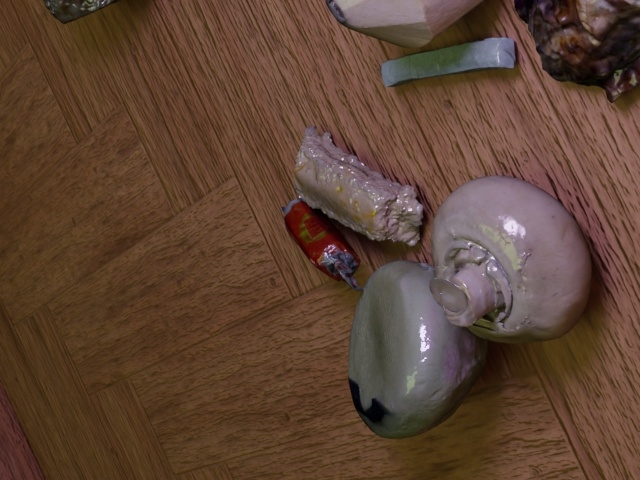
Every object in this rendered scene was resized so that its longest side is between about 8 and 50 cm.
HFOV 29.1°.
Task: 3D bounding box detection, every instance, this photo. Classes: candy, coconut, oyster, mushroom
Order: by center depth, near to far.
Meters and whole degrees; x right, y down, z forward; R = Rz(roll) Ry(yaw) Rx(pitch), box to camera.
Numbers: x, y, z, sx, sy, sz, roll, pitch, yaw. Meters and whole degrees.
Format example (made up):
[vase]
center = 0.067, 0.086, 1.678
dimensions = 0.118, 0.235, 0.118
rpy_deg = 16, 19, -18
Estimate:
[oyster]
center = 0.335, -0.275, 1.472
dimensions = 0.275, 0.100, 0.271
rpy_deg = 40, 151, 25
[coconut]
center = 0.102, -0.350, 1.595
dimensions = 0.202, 0.222, 0.202
rpy_deg = 50, 164, 20
[mushroom]
center = 0.242, 0.041, 1.677
dimensions = 0.246, 0.202, 0.246
rpy_deg = 36, 145, 31
[candy]
center = 0.001, 0.000, 2.002
dimensions = 0.059, 0.086, 0.292
rpy_deg = -50, 39, 11

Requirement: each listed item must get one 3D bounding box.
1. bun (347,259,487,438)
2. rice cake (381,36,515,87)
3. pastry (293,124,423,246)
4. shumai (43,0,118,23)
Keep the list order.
[bun]
center = 0.158, 0.168, 1.874
dimensions = 0.283, 0.179, 0.283
rpy_deg = -171, 90, -70
[rice cake]
center = 0.177, -0.248, 1.726
dimensions = 0.245, 0.042, 0.045
rpy_deg = 0, 97, 52
[pastry]
center = 0.054, -0.073, 1.946
dimensions = 0.258, 0.089, 0.121
rpy_deg = 37, 145, 38
[shumai]
center = -0.414, -0.514, 2.198
dimensions = 0.256, 0.189, 0.218
rpy_deg = -3, 108, 46
